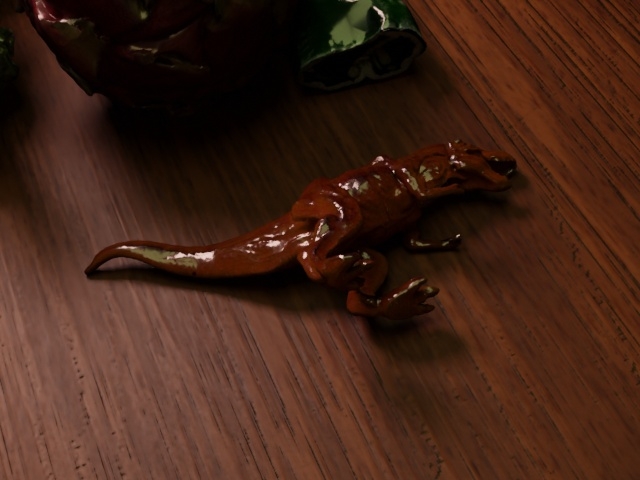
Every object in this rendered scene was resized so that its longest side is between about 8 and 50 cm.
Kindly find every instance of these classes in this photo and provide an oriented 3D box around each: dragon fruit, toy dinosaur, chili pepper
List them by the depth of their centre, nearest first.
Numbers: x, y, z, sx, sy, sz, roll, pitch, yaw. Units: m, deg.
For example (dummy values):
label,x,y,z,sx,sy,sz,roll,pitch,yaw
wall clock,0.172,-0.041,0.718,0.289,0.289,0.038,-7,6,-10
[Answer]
label,x,y,z,sx,sy,sz,roll,pitch,yaw
toy dinosaur,0.000,0.000,1.068,0.432,0.097,0.208,-15,35,-9
dragon fruit,-0.165,-0.289,1.211,0.329,0.329,0.329,-4,49,5
chili pepper,0.018,-0.289,1.320,0.136,0.099,0.270,-28,53,17

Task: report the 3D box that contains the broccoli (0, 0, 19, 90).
label,x,y,z,sx,sy,sz,roll,pitch,yaw
broccoli,-0.452,-0.242,1.184,0.249,0.302,0.375,-2,87,-2
